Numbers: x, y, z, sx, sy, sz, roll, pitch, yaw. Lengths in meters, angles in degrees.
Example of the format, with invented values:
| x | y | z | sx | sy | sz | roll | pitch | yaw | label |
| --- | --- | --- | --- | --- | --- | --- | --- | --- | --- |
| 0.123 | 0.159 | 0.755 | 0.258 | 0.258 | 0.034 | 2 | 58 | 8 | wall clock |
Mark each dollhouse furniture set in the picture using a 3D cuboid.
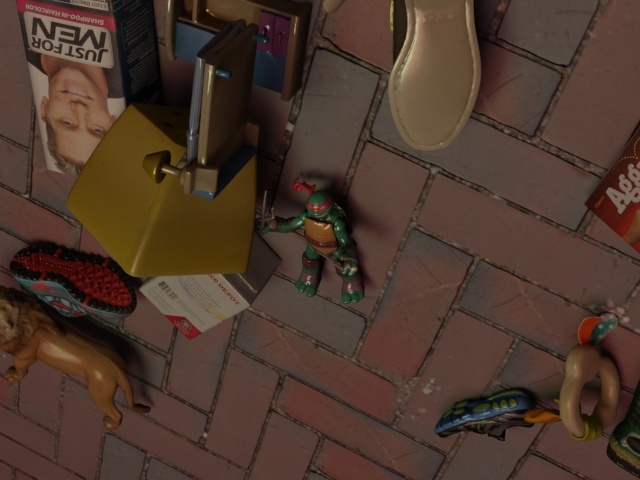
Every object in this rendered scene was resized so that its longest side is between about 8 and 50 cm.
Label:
| x | y | z | sx | sy | sz | roll | pitch | yaw | label |
| --- | --- | --- | --- | --- | --- | --- | --- | --- | --- |
| -0.159 | -0.257 | 1.271 | 0.198 | 0.303 | 0.286 | 20 | 131 | 12 | dollhouse furniture set |

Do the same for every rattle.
| x | y | z | sx | sy | sz | roll | pitch | yaw | label |
| --- | --- | --- | --- | --- | --- | --- | --- | --- | --- |
| 0.375 | 0.192 | 1.497 | 0.143 | 0.130 | 0.200 | 27 | 135 | 65 | rattle |

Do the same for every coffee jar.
| x | y | z | sx | sy | sz | roll | pitch | yaw | label |
| --- | --- | --- | --- | --- | --- | --- | --- | --- | --- |
| 0.499 | 0.276 | 1.481 | 0.096 | 0.079 | 0.184 | 32 | 134 | 23 | coffee jar |

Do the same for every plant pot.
| x | y | z | sx | sy | sz | roll | pitch | yaw | label |
| --- | --- | --- | --- | --- | --- | --- | --- | --- | --- |
| -0.212 | -0.083 | 1.443 | 0.212 | 0.212 | 0.187 | 41 | 119 | 38 | plant pot |

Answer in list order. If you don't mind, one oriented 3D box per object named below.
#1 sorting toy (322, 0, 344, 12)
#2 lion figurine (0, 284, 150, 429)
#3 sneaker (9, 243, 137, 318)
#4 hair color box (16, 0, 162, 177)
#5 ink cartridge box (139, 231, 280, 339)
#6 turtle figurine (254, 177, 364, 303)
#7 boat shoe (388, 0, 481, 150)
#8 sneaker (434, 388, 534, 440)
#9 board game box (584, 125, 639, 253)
| x | y | z | sx | sy | sz | roll | pitch | yaw | label |
| --- | --- | --- | --- | --- | --- | --- | --- | --- | --- |
| 0.084 | -0.369 | 1.124 | 0.038 | 0.208 | 0.193 | 33 | 134 | -16 | sorting toy |
| -0.488 | 0.219 | 1.899 | 0.392 | 0.142 | 0.240 | 21 | 143 | -10 | lion figurine |
| -0.446 | 0.090 | 1.847 | 0.261 | 0.104 | 0.125 | 19 | 148 | 20 | sneaker |
| -0.344 | -0.255 | 1.504 | 0.173 | 0.105 | 0.347 | 15 | 131 | 18 | hair color box |
| -0.182 | 0.057 | 1.641 | 0.176 | 0.127 | 0.128 | -29 | 108 | 41 | ink cartridge box |
| 0.000 | 0.000 | 1.512 | 0.175 | 0.118 | 0.234 | 26 | 151 | 30 | turtle figurine |
| 0.141 | -0.269 | 1.245 | 0.116 | 0.097 | 0.324 | -2 | 127 | 5 | boat shoe |
| 0.269 | 0.302 | 1.634 | 0.188 | 0.067 | 0.078 | -21 | 107 | 34 | sneaker |
| 0.453 | -0.098 | 1.223 | 0.145 | 0.027 | 0.281 | 47 | 137 | 22 | board game box |
